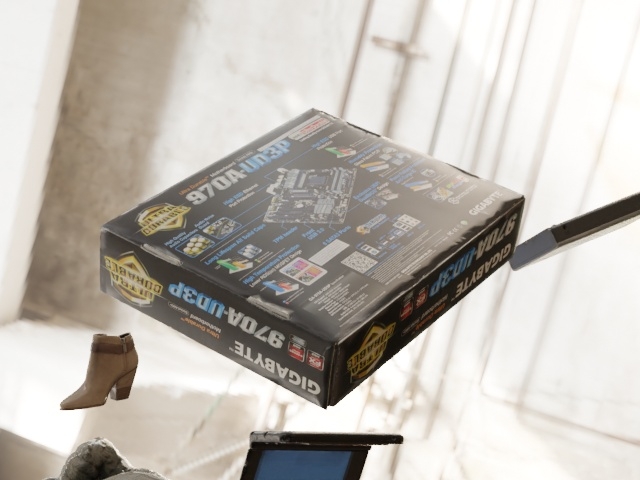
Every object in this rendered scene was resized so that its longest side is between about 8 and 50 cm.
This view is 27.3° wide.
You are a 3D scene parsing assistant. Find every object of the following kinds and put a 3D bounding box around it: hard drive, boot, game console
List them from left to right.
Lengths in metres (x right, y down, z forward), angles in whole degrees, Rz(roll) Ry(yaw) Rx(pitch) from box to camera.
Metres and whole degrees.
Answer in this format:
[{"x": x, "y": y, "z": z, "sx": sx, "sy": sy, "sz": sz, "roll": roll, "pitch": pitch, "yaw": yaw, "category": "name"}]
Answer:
[{"x": -0.274, "y": 0.159, "z": 1.626, "sx": 0.118, "sy": 0.042, "sz": 0.087, "roll": -9, "pitch": -79, "yaw": -51, "category": "boot"}, {"x": -0.001, "y": 0.204, "z": 1.168, "sx": 0.122, "sy": 0.107, "sz": 0.071, "roll": 5, "pitch": -99, "yaw": -27, "category": "game console"}, {"x": 0.251, "y": -0.013, "z": 1.237, "sx": 0.135, "sy": 0.022, "sz": 0.094, "roll": -21, "pitch": -8, "yaw": -22, "category": "hard drive"}]

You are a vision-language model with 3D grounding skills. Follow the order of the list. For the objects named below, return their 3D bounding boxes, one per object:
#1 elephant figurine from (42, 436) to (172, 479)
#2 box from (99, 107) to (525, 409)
[{"x": -0.161, "y": 0.247, "z": 0.986, "sx": 0.186, "sy": 0.169, "sz": 0.239, "roll": -34, "pitch": 3, "yaw": -8, "category": "elephant figurine"}, {"x": 0.000, "y": 0.000, "z": 0.825, "sx": 0.220, "sy": 0.175, "sz": 0.051, "roll": -35, "pitch": -40, "yaw": -46, "category": "box"}]
